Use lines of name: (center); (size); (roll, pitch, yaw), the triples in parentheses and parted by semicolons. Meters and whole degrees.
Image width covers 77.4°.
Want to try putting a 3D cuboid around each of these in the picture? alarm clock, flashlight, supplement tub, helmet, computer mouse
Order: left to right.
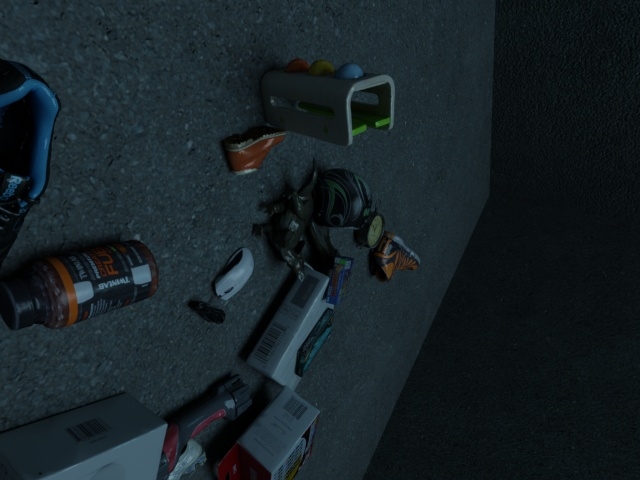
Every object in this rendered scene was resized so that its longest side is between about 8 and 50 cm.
supplement tub: (-0.357, 0.067, 0.602); (0.198, 0.106, 0.105); (-20, 122, -53)
flashlight: (-0.283, 0.428, 0.907); (0.304, 0.103, 0.103); (-16, 145, -55)
computer mouse: (-0.207, 0.100, 0.915); (0.193, 0.042, 0.106); (-58, 145, -23)
helmet: (0.056, -0.115, 1.092); (0.169, 0.170, 0.161); (-4, 100, -57)
alarm clock: (0.182, -0.058, 1.431); (0.129, 0.064, 0.191); (12, 97, -59)

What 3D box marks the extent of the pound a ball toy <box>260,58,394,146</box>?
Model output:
pound a ball toy: (0.021, -0.320, 0.849); (0.208, 0.319, 0.135); (-28, 129, -30)

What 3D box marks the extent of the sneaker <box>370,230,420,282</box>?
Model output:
sneaker: (0.296, 0.098, 1.656); (0.321, 0.125, 0.180); (36, 78, -46)

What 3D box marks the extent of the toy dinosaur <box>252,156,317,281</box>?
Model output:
toy dinosaur: (-0.074, -0.056, 1.010); (0.160, 0.121, 0.313); (1, 99, -70)

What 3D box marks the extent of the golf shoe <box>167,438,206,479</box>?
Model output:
golf shoe: (-0.348, 0.526, 0.904); (0.176, 0.069, 0.085); (-44, 119, -42)

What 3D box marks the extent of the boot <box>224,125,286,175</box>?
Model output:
boot: (-0.137, -0.198, 0.871); (0.158, 0.059, 0.084); (-33, 135, -36)

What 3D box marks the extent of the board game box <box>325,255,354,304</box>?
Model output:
board game box: (0.063, 0.116, 1.209); (0.201, 0.035, 0.136); (17, 86, -79)

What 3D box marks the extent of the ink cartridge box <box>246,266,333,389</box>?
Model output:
ink cartridge box: (-0.068, 0.290, 1.227); (0.308, 0.091, 0.385); (-59, 163, -22)

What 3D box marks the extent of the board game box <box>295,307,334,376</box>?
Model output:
board game box: (-0.015, 0.306, 1.208); (0.186, 0.026, 0.126); (-50, 158, -43)

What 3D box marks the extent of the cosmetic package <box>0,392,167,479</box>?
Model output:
cosmetic package: (-0.407, 0.415, 0.664); (0.224, 0.138, 0.224); (3, 101, -58)

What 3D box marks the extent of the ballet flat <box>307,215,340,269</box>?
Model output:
ballet flat: (0.000, 0.000, 1.189); (0.084, 0.058, 0.249); (-67, 147, -33)

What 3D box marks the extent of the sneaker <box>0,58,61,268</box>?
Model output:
sneaker: (-0.399, -0.043, 0.449); (0.125, 0.140, 0.340); (10, 98, -62)

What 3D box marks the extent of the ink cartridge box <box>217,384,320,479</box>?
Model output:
ink cartridge box: (-0.143, 0.616, 1.129); (0.272, 0.130, 0.309); (-40, 149, -39)
